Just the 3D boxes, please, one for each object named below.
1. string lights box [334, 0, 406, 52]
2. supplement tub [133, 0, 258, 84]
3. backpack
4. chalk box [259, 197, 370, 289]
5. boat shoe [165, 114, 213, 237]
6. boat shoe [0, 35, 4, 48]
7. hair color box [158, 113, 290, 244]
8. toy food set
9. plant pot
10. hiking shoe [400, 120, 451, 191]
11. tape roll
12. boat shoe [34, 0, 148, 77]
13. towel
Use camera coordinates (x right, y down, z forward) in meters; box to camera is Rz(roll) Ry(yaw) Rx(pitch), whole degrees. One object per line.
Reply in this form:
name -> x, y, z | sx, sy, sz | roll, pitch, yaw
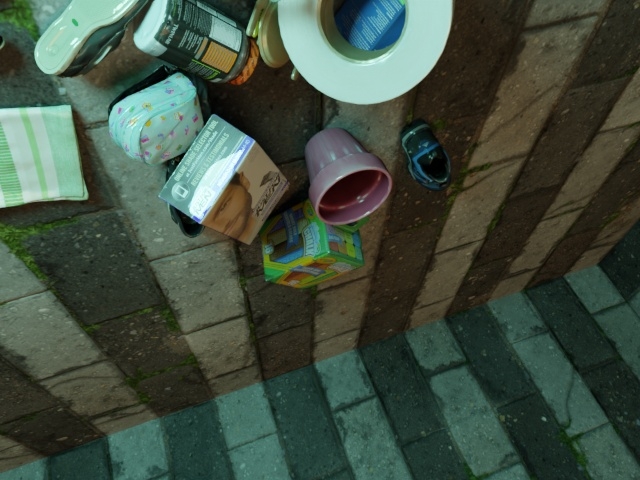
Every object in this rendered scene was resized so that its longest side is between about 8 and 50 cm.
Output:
string lights box -> 0.109, -0.414, 0.964 | 0.076, 0.134, 0.260 | 3, 141, -45
supplement tub -> -0.206, -0.343, 0.877 | 0.190, 0.117, 0.117 | 13, 133, -46
backpack -> -0.285, -0.218, 0.930 | 0.182, 0.115, 0.152 | -34, 141, -30
chalk box -> 0.000, 0.000, 1.417 | 0.288, 0.179, 0.180 | -24, 153, 32
boat shoe -> -0.282, -0.131, 1.151 | 0.127, 0.113, 0.340 | -3, 143, -29
boat shoe -> -0.552, -0.296, 0.778 | 0.132, 0.049, 0.042 | -13, 156, -9
hair color box -> -0.183, -0.109, 1.089 | 0.185, 0.110, 0.339 | -57, 168, -1
toy food set -> -0.079, -0.381, 0.930 | 0.192, 0.038, 0.133 | 24, 86, -66
plant pot -> 0.050, -0.168, 1.257 | 0.201, 0.180, 0.201 | -17, 148, -11
hiking shoe -> 0.307, -0.196, 1.437 | 0.113, 0.132, 0.304 | -32, 148, 13
tape roll -> 0.078, -0.378, 0.852 | 0.285, 0.100, 0.287 | 8, 121, 13
boat shoe -> -0.350, -0.348, 0.825 | 0.233, 0.084, 0.079 | -37, 169, 14
towel -> -0.628, -0.141, 0.975 | 0.324, 0.038, 0.248 | -10, 146, -22
